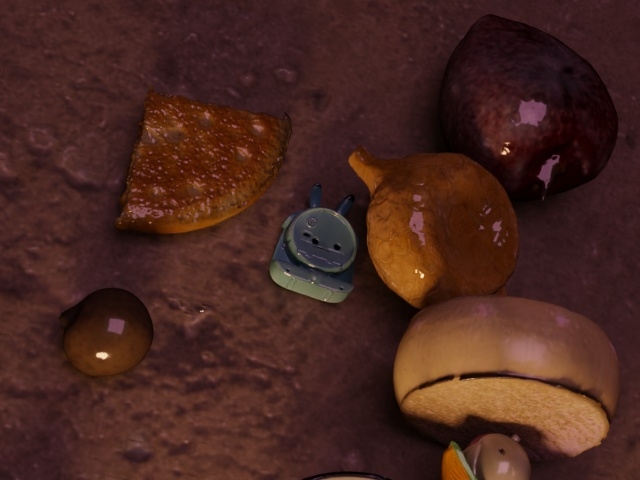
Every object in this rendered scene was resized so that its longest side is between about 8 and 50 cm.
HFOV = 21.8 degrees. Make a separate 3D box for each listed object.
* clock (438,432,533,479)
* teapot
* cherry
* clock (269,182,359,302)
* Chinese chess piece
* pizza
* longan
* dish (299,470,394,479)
[{"bbox_3d":[0.216,0.317,1.975,0.144,0.103,0.231,-48,119,-16],"label":"clock"},{"bbox_3d":[0.140,0.006,2.099,0.203,0.167,0.311,-44,106,-38],"label":"teapot"},{"bbox_3d":[0.266,-0.172,2.197,0.230,0.203,0.300,-9,59,-18],"label":"cherry"},{"bbox_3d":[0.000,0.000,2.113,0.108,0.045,0.147,19,61,-11],"label":"clock"},{"bbox_3d":[0.220,0.168,1.978,0.270,0.270,0.112,16,61,-11],"label":"Chinese chess piece"},{"bbox_3d":[-0.166,-0.106,2.100,0.292,0.058,0.197,-36,80,-31],"label":"pizza"},{"bbox_3d":[-0.252,0.107,1.950,0.113,0.092,0.113,0,77,1],"label":"longan"},{"bbox_3d":[0.028,0.425,1.882,0.316,0.106,0.317,6,68,-16],"label":"dish"}]
